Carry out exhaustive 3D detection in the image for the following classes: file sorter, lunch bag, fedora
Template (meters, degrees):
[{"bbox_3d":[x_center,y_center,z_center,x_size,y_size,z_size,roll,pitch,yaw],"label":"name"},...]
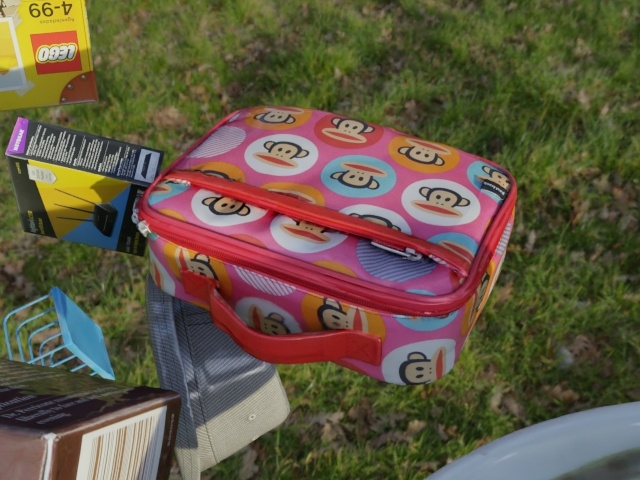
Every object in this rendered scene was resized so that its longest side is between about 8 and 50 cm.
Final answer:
[{"bbox_3d":[-0.448,0.184,1.205,0.105,0.170,0.118,-25,57,-4],"label":"file sorter"},{"bbox_3d":[0.000,0.000,0.598,0.293,0.120,0.258,17,41,19],"label":"lunch bag"},{"bbox_3d":[-0.105,0.140,0.748,0.124,0.275,0.243,-10,46,-12],"label":"fedora"}]

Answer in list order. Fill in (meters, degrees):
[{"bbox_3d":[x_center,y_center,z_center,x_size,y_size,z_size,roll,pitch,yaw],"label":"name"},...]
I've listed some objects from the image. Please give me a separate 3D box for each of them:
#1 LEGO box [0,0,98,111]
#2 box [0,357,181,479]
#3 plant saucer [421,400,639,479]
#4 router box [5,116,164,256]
[{"bbox_3d":[-0.604,-0.370,0.984,0.500,0.372,0.193,-11,44,-19],"label":"LEGO box"},{"bbox_3d":[-0.210,0.157,0.389,0.203,0.168,0.167,8,86,10],"label":"box"},{"bbox_3d":[0.138,0.235,0.289,0.100,0.401,0.400,59,44,-17],"label":"plant saucer"},{"bbox_3d":[-0.234,-0.046,0.708,0.133,0.179,0.046,13,65,-12],"label":"router box"}]
